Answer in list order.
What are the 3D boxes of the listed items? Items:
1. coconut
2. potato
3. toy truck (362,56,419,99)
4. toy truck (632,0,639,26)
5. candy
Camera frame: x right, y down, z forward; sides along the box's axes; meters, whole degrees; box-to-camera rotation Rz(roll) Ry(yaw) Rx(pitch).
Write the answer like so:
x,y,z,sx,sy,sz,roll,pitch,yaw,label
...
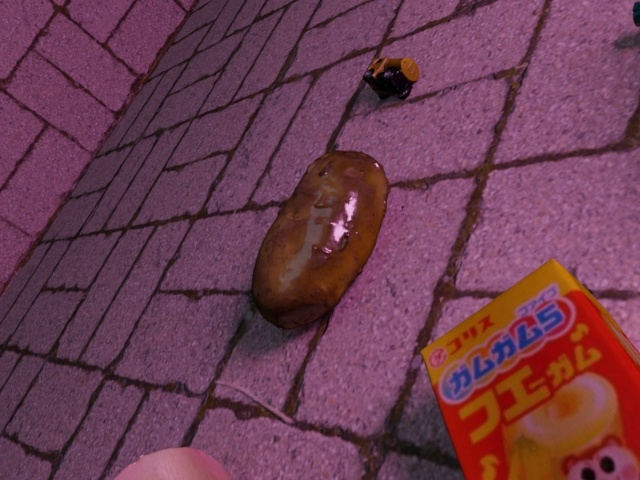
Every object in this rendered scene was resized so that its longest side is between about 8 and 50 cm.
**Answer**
x,y,z,sx,sy,sz,roll,pitch,yaw,label
-0.146,0.289,0.668,0.147,0.147,0.152,-54,33,-6,coconut
0.000,0.000,0.819,0.149,0.113,0.252,11,74,48,potato
0.106,-0.249,1.003,0.054,0.049,0.083,-55,32,-9,toy truck
0.360,-0.232,0.661,0.083,0.044,0.039,-2,58,52,toy truck
0.177,0.152,0.446,0.146,0.088,0.276,-40,31,20,candy
